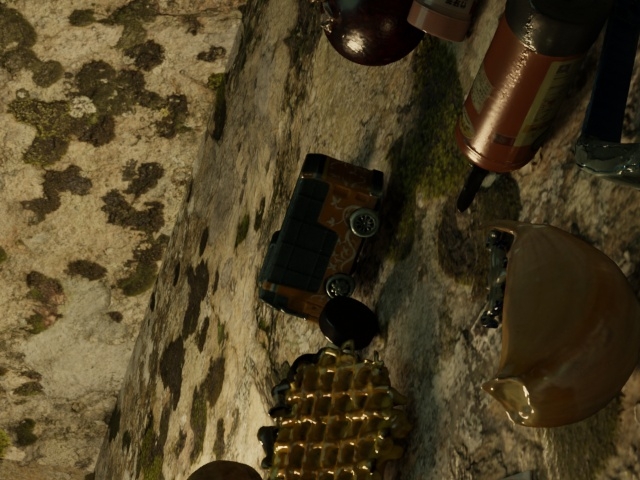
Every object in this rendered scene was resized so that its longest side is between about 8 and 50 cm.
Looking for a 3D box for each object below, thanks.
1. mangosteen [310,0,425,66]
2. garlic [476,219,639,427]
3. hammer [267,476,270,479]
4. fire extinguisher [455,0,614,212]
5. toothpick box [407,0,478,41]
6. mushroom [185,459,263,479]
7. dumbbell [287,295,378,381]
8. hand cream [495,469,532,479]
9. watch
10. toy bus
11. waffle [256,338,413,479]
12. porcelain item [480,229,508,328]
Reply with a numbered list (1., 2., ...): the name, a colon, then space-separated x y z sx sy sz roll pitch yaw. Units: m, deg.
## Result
1. mangosteen: 0.068 -0.427 1.857 0.235 0.261 0.235 -169 90 -71
2. garlic: 0.249 0.081 1.128 0.145 0.164 0.245 98 178 -49
3. hammer: -0.038 0.412 1.966 0.288 0.033 0.111 166 115 -69
4. fire extinguisher: 0.265 -0.201 1.351 0.200 0.113 0.376 -40 -18 -30
5. toothpick box: 0.207 -0.398 1.683 0.098 0.098 0.149 -113 40 -61
6. mushroom: -0.185 0.541 2.036 0.255 0.184 0.255 15 -90 -76
7. dumbbell: 0.019 0.191 1.838 0.100 0.100 0.191 -97 28 -47
8. hand cream: 0.195 0.331 1.332 0.216 0.038 0.052 -38 70 57
9. watch: 0.376 -0.188 1.106 0.276 0.068 0.274 179 108 -72
10. toy bus: 0.000 0.000 1.879 0.138 0.167 0.275 -80 8 -68
11. waffle: 0.015 0.301 1.680 0.329 0.062 0.329 -30 47 39
12. porcelain item: 0.239 0.045 1.404 0.075 0.021 0.136 142 138 -63
